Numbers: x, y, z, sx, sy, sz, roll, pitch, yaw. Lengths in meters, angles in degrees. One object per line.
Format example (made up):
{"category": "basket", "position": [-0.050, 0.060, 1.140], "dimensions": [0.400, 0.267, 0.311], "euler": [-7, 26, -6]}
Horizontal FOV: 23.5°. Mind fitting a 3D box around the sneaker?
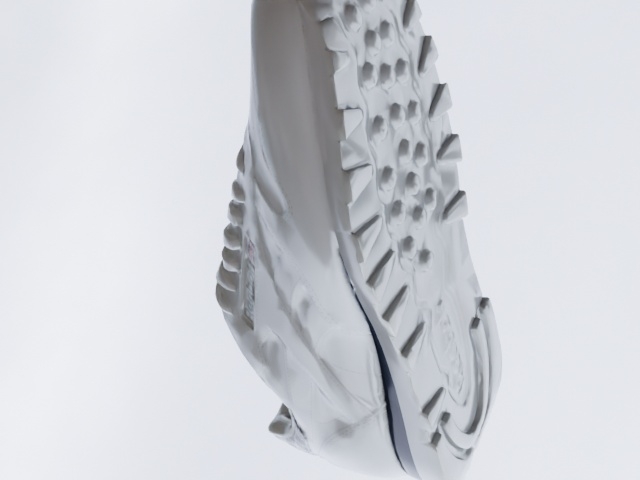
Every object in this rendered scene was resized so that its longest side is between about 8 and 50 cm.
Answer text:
{"category": "sneaker", "position": [0.000, 0.000, 0.562], "dimensions": [0.095, 0.235, 0.090], "euler": [9, -140, 28]}
